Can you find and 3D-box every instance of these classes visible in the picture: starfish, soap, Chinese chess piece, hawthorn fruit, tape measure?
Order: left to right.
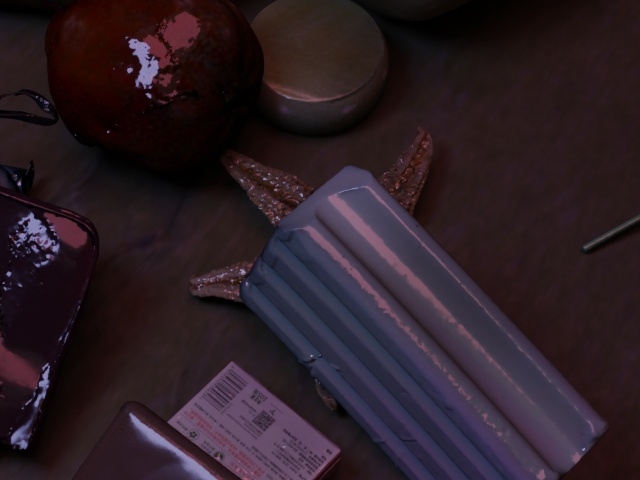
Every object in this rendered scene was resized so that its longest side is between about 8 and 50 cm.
[{"bbox_3d":[-0.295,-0.058,1.358,0.104,0.180,0.107,18,56,-11],"label":"tape measure"},{"bbox_3d":[-0.167,-0.164,1.429,0.235,0.181,0.181,31,62,20],"label":"hawthorn fruit"},{"bbox_3d":[-0.006,-0.167,1.503,0.144,0.058,0.144,0,58,-1],"label":"Chinese chess piece"},{"bbox_3d":[0.000,-0.003,1.399,0.231,0.048,0.295,21,66,7],"label":"starfish"},{"bbox_3d":[0.075,0.089,1.258,0.095,0.173,0.289,-40,83,-26],"label":"soap"}]

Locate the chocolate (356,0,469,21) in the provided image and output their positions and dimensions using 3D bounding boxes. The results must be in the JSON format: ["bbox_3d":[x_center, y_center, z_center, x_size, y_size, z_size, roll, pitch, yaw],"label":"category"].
[{"bbox_3d":[0.096,-0.358,1.475,0.297,0.326,0.314,-43,108,-27],"label":"chocolate"}]

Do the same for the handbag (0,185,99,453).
[{"bbox_3d":[-0.300,0.055,1.301,0.203,0.074,0.216,17,85,-2],"label":"handbag"}]

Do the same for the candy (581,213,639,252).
[{"bbox_3d":[0.322,-0.037,1.449,0.194,0.058,0.062,-27,55,-9],"label":"candy"}]

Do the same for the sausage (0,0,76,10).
[{"bbox_3d":[-0.328,-0.293,1.519,0.501,0.136,0.123,5,31,3],"label":"sausage"}]

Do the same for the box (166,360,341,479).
[{"bbox_3d":[-0.057,0.171,1.297,0.125,0.043,0.089,39,64,19],"label":"box"}]

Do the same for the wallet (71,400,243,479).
[{"bbox_3d":[-0.125,0.213,1.252,0.153,0.039,0.118,37,87,17],"label":"wallet"}]
